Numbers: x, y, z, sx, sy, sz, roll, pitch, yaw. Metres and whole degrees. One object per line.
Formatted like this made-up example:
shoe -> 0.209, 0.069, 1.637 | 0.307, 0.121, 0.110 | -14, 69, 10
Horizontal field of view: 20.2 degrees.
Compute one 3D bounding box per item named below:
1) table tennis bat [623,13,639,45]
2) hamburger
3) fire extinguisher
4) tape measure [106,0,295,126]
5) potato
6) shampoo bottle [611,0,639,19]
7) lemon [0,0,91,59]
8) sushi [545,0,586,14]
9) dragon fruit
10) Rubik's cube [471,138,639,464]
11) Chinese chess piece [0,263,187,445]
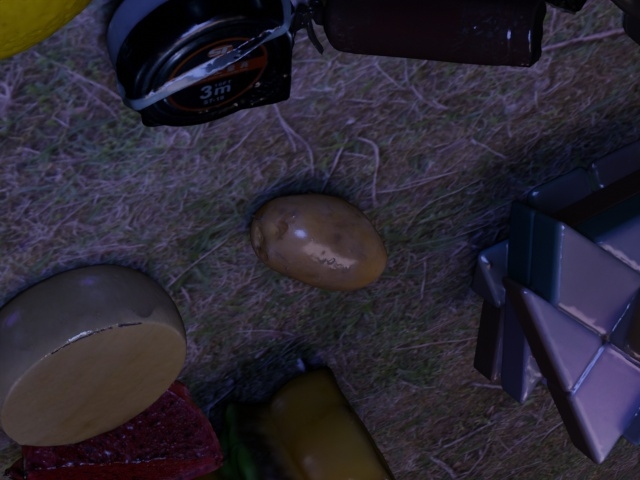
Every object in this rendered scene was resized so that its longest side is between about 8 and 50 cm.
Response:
table tennis bat -> 0.404, -0.286, 2.095 | 0.138, 0.022, 0.246 | -40, 148, 19
hamburger -> -0.018, 0.383, 2.390 | 0.277, 0.396, 0.396 | -32, 149, -1
fire extinguisher -> 0.090, -0.211, 1.803 | 0.267, 0.072, 0.089 | 7, 145, 18
tape measure -> -0.114, -0.191, 1.734 | 0.182, 0.107, 0.181 | -16, 150, -21
potato -> 0.000, 0.000, 2.107 | 0.178, 0.118, 0.109 | 17, 93, -34
shampoo bottle -> 0.392, -0.376, 1.767 | 0.125, 0.084, 0.350 | 44, 75, -20
lemon -> -0.281, -0.258, 1.344 | 0.293, 0.293, 0.293 | -21, 148, -13
sushi -> 0.201, -0.312, 1.780 | 0.126, 0.136, 0.225 | -55, 142, 7
dragon fruit -> -0.266, 0.254, 2.264 | 0.274, 0.126, 0.161 | -4, 153, -13
Rubik's cube -> 0.387, 0.075, 2.327 | 0.368, 0.358, 0.387 | 32, 91, -17
Chinese chess piece -> -0.278, 0.134, 2.088 | 0.250, 0.097, 0.251 | -21, 149, -14
